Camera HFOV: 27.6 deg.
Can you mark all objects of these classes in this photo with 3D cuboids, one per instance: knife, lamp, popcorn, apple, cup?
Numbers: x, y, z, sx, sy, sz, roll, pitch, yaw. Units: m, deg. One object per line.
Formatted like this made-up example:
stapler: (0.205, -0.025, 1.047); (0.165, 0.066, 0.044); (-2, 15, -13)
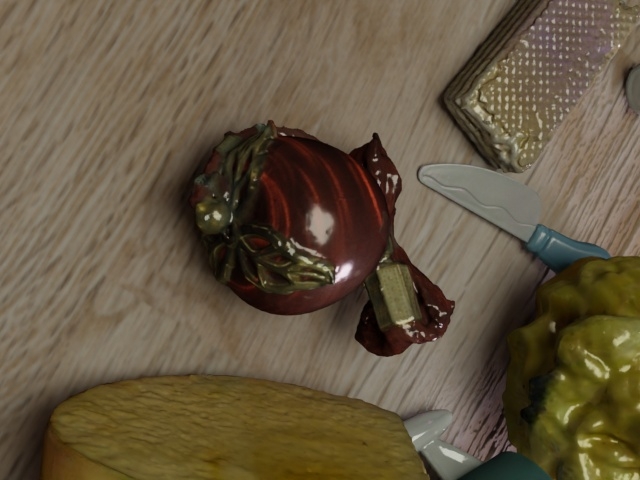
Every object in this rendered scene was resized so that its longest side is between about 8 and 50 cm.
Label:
knife: (0.199, -0.022, 1.286); (0.244, 0.032, 0.058); (34, 98, -23)
lamp: (0.002, -0.002, 1.092); (0.223, 0.151, 0.215); (-10, 82, -19)
popcorn: (0.303, 0.155, 1.233); (0.215, 0.252, 0.286); (-30, 113, -66)
apple: (-0.066, 0.238, 1.008); (0.309, 0.252, 0.314); (6, 65, -11)
cup: (0.138, 0.301, 1.182); (0.173, 0.167, 0.299); (-28, 77, -19)

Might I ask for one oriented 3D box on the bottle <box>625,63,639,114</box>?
bottle: (0.426, -0.168, 1.405); (0.217, 0.060, 0.060); (-7, 94, -31)

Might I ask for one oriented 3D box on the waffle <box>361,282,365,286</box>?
waffle: (0.023, 0.008, 1.192); (0.085, 0.016, 0.078); (-9, 90, -31)

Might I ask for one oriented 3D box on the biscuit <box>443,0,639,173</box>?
biscuit: (0.223, -0.181, 1.284); (0.108, 0.062, 0.239); (48, 69, -23)
